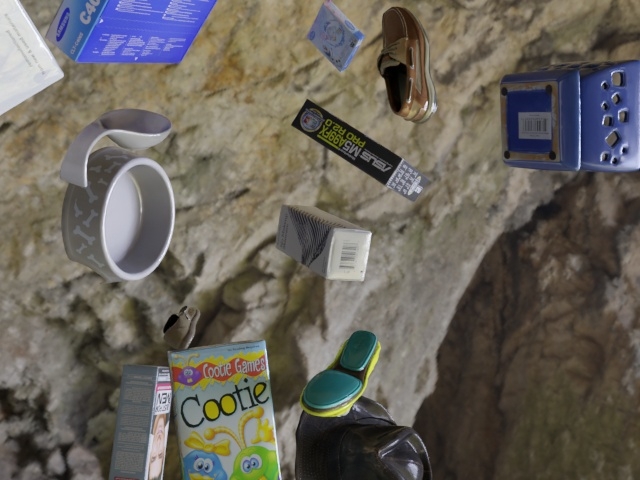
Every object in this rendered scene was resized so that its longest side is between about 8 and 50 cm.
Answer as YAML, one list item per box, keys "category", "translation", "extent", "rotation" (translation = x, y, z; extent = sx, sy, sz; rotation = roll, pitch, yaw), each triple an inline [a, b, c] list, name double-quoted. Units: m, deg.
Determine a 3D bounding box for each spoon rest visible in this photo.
- category: "spoon rest"
  translation: [-0.386, -0.198, 1.428]
  extent: [0.137, 0.276, 0.084]
  rotation: [19, -55, 12]

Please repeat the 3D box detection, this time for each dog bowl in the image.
- category: "dog bowl"
  translation: [-0.485, -0.057, 1.870]
  extent: [0.102, 0.348, 0.348]
  rotation: [8, -24, 22]

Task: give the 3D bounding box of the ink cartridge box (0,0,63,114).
- category: "ink cartridge box"
  translation: [-0.597, -0.240, 1.024]
  extent: [0.279, 0.385, 0.160]
  rotation: [45, -16, 34]

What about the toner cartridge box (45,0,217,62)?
- category: "toner cartridge box"
  translation: [-0.327, -0.409, 1.364]
  extent: [0.075, 0.165, 0.348]
  rotation: [39, 22, 8]

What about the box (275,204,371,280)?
- category: "box"
  translation: [0.000, 0.000, 1.633]
  extent: [0.094, 0.113, 0.275]
  rotation: [4, 10, -27]

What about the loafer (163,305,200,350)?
- category: "loafer"
  translation: [-0.250, 0.149, 1.347]
  extent: [0.050, 0.056, 0.148]
  rotation: [31, 7, -14]

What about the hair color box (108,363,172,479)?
- category: "hair color box"
  translation: [-0.532, 0.563, 2.252]
  extent: [0.114, 0.374, 0.185]
  rotation: [4, -9, 6]

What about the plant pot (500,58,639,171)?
- category: "plant pot"
  translation: [0.516, -0.257, 1.591]
  extent: [0.212, 0.235, 0.236]
  rotation: [-10, 13, -29]

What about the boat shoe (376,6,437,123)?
- category: "boat shoe"
  translation: [0.212, -0.462, 1.958]
  extent: [0.120, 0.323, 0.123]
  rotation: [0, -19, -37]

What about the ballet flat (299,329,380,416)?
- category: "ballet flat"
  translation: [0.036, 0.222, 1.153]
  extent: [0.077, 0.231, 0.077]
  rotation: [16, -62, 18]

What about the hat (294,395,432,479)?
- category: "hat"
  translation: [0.108, 0.403, 1.321]
  extent: [0.134, 0.331, 0.331]
  rotation: [-25, -54, 39]

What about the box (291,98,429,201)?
- category: "box"
  translation: [0.084, -0.166, 1.444]
  extent: [0.216, 0.060, 0.270]
  rotation: [35, 8, 16]

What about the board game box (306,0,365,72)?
- category: "board game box"
  translation: [0.025, -0.351, 1.297]
  extent: [0.090, 0.020, 0.090]
  rotation: [47, -31, 5]

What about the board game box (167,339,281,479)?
- category: "board game box"
  translation: [-0.147, 0.297, 1.146]
  extent: [0.142, 0.275, 0.144]
  rotation: [-6, -6, -13]
